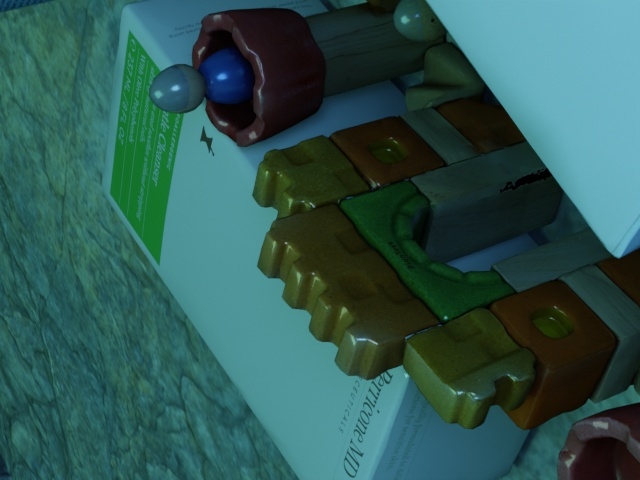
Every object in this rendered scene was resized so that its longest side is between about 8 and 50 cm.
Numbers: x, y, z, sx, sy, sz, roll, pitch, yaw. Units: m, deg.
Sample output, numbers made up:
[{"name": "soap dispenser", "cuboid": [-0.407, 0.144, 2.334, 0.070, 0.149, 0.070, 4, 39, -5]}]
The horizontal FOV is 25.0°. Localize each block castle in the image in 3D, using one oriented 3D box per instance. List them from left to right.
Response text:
[{"name": "block castle", "cuboid": [0.092, -0.076, 0.745, 0.453, 0.212, 0.303, 48, 144, 35]}]

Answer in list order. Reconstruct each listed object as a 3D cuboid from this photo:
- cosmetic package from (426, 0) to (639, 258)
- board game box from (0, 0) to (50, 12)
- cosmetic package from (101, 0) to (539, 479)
[{"name": "cosmetic package", "cuboid": [0.123, -0.204, 0.536, 0.377, 0.284, 0.097, 57, 153, 23]}, {"name": "board game box", "cuboid": [-0.207, -0.273, 1.078, 0.142, 0.275, 0.144, 65, 150, 11]}, {"name": "cosmetic package", "cuboid": [0.000, 0.000, 1.009, 0.365, 0.155, 0.197, 52, 145, 33]}]
